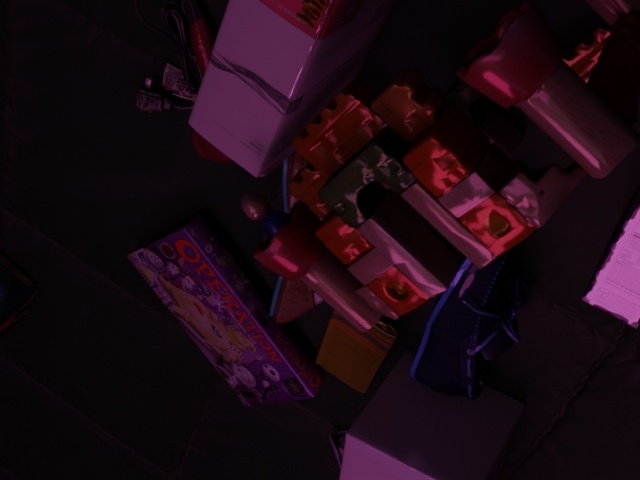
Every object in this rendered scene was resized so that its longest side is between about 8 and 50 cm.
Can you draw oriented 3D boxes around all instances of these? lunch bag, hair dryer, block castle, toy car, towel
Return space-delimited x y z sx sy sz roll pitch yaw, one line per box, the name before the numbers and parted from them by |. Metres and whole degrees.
lunch bag | 0.054 0.368 1.627 0.083 0.053 0.071 15 130 39
hair dryer | -0.146 -0.207 1.288 0.293 0.080 0.223 28 136 16
block castle | 0.123 -0.122 1.005 0.213 0.303 0.453 42 138 -9
toy car | -0.045 -0.256 0.919 0.122 0.060 0.040 36 94 -9
towel | 0.049 0.165 1.452 0.102 0.021 0.237 34 150 10

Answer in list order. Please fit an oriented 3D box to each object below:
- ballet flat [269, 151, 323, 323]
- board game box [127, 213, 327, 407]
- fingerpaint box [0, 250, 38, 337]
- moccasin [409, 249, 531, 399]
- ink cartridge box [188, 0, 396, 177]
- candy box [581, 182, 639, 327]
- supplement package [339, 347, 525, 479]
ballet flat | 0.000 0.000 1.349 0.124 0.116 0.342 11 128 3
board game box | -0.159 0.127 1.579 0.208 0.056 0.347 -23 108 47
fingerpaint box | -0.839 0.077 1.812 0.445 0.371 0.163 42 137 1
moccasin | 0.212 0.097 1.259 0.117 0.138 0.342 26 149 11
ink cartridge box | -0.019 -0.236 1.081 0.117 0.207 0.283 38 137 8
candy box | 0.362 -0.034 0.996 0.070 0.165 0.196 28 135 13
supplement package | 0.156 0.347 1.427 0.199 0.198 0.262 24 135 19
